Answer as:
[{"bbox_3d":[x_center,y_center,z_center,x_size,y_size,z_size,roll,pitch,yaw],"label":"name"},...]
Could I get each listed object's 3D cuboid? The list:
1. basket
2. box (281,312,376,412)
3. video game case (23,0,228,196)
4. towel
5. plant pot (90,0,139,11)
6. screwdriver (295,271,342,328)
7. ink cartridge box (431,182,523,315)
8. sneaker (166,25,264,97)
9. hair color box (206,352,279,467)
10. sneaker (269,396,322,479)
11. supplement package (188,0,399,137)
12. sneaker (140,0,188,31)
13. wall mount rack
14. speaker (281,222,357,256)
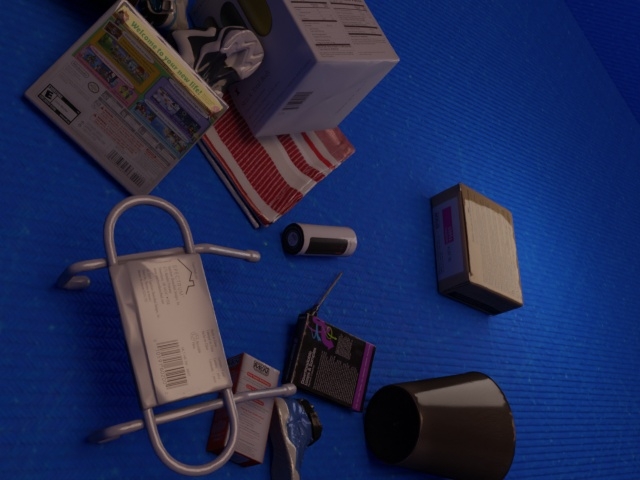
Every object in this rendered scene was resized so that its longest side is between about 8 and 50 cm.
[{"bbox_3d":[0.198,0.316,1.321,0.227,0.154,0.204,13,60,-40],"label":"basket"},{"bbox_3d":[0.017,0.198,1.254,0.162,0.029,0.116,31,63,-36],"label":"box"},{"bbox_3d":[-0.266,-0.195,1.095,0.212,0.023,0.193,45,77,-21],"label":"video game case"},{"bbox_3d":[-0.079,-0.187,1.363,0.237,0.037,0.329,56,40,-9],"label":"towel"},{"bbox_3d":[-0.343,-0.459,1.105,0.230,0.215,0.215,22,54,-22],"label":"plant pot"},{"bbox_3d":[0.000,0.102,1.312,0.024,0.025,0.170,53,37,-14],"label":"screwdriver"},{"bbox_3d":[0.333,0.021,1.665,0.193,0.088,0.234,23,55,-37],"label":"ink cartridge box"},{"bbox_3d":[-0.216,-0.258,1.217,0.235,0.153,0.094,-46,129,-10],"label":"sneaker"},{"bbox_3d":[-0.107,0.239,1.102,0.072,0.043,0.141,35,49,-30],"label":"hair color box"},{"bbox_3d":[-0.029,0.304,1.142,0.084,0.058,0.152,7,59,-36],"label":"sneaker"},{"bbox_3d":[-0.049,-0.341,1.303,0.198,0.199,0.262,-14,70,-44],"label":"supplement package"},{"bbox_3d":[-0.255,-0.415,1.277,0.083,0.071,0.190,25,51,-61],"label":"sneaker"},{"bbox_3d":[-0.163,0.117,1.008,0.304,0.130,0.350,-8,76,-32],"label":"wall mount rack"},{"bbox_3d":[0.000,0.000,1.337,0.136,0.055,0.055,4,68,-47],"label":"speaker"}]
